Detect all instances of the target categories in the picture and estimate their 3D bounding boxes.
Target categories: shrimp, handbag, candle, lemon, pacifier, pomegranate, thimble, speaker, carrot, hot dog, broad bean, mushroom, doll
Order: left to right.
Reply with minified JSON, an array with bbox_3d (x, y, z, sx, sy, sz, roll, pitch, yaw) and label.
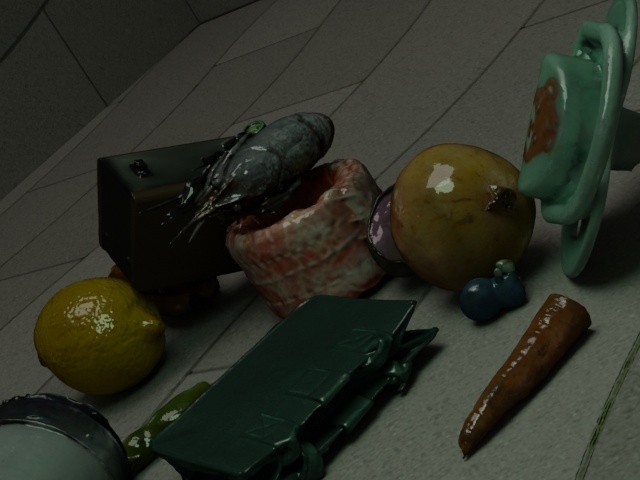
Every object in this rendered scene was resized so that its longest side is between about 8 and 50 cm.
[{"bbox_3d":[-0.362,0.349,1.693,0.221,0.221,0.342,-22,23,26],"label":"candle"},{"bbox_3d":[-0.337,0.145,2.195,0.244,0.187,0.187,-14,26,34],"label":"lemon"},{"bbox_3d":[-0.210,0.254,1.941,0.213,0.048,0.070,-44,23,-30],"label":"broad bean"},{"bbox_3d":[-0.255,0.066,2.396,0.135,0.100,0.337,-46,22,-15],"label":"hot dog"},{"bbox_3d":[-0.205,-0.045,2.195,0.231,0.192,0.153,-11,31,-27],"label":"speaker"},{"bbox_3d":[-0.111,-0.087,2.041,0.343,0.116,0.145,-34,14,-35],"label":"shrimp"},{"bbox_3d":[-0.030,0.192,1.764,0.326,0.089,0.238,-41,21,-27],"label":"handbag"},{"bbox_3d":[0.000,0.000,2.080,0.239,0.162,0.239,-28,17,9],"label":"thimble"},{"bbox_3d":[0.150,-0.018,1.966,0.188,0.141,0.117,-30,-15,-8],"label":"mushroom"},{"bbox_3d":[0.176,-0.031,1.810,0.191,0.191,0.191,-28,20,11],"label":"pomegranate"},{"bbox_3d":[0.207,0.063,1.754,0.083,0.076,0.050,-24,56,4],"label":"doll"},{"bbox_3d":[0.211,0.147,1.565,0.224,0.057,0.057,-46,23,-26],"label":"carrot"},{"bbox_3d":[0.377,-0.116,1.695,0.269,0.343,0.288,8,7,3],"label":"pacifier"}]

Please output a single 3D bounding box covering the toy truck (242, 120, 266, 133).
[{"bbox_3d":[-0.147,-0.088,2.576,0.259,0.128,0.135,-36,33,-13],"label":"toy truck"}]
